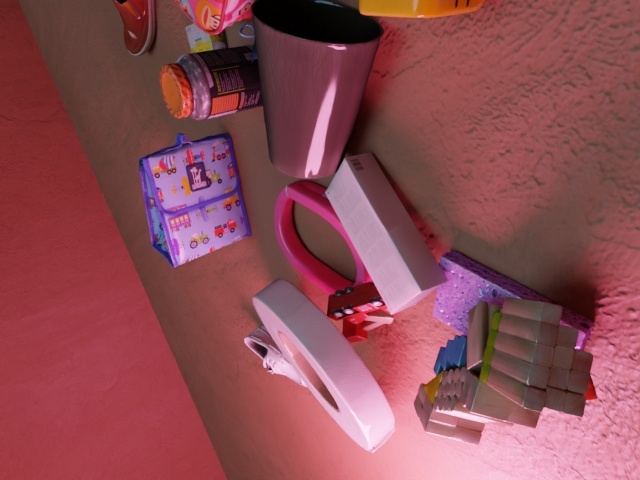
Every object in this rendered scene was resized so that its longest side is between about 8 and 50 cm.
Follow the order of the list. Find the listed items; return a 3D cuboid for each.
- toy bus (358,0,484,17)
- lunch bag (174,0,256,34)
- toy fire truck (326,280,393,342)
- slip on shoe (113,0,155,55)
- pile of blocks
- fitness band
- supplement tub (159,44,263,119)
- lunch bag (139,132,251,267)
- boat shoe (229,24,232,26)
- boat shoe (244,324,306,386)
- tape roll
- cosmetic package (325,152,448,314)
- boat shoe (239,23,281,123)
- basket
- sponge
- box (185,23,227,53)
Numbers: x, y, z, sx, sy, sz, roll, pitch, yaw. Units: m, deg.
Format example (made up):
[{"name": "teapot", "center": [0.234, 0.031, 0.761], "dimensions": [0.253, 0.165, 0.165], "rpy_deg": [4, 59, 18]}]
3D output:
[{"name": "toy bus", "center": [0.109, -0.394, 0.411], "dimensions": [0.108, 0.130, 0.333], "rpy_deg": [30, 134, 41]}, {"name": "lunch bag", "center": [-0.156, -0.458, 0.584], "dimensions": [0.258, 0.120, 0.293], "rpy_deg": [48, 146, -3]}, {"name": "toy fire truck", "center": [0.086, 0.131, 0.823], "dimensions": [0.192, 0.135, 0.047], "rpy_deg": [-24, 47, 39]}, {"name": "slip on shoe", "center": [-0.478, -0.606, 1.129], "dimensions": [0.123, 0.101, 0.331], "rpy_deg": [56, 148, 10]}, {"name": "pile of blocks", "center": [0.238, 0.177, 0.593], "dimensions": [0.112, 0.149, 0.362], "rpy_deg": [15, 150, -3]}, {"name": "fitness band", "center": [0.000, 0.000, 0.893], "dimensions": [0.291, 0.054, 0.209], "rpy_deg": [34, 137, 40]}, {"name": "supplement tub", "center": [-0.191, -0.294, 0.844], "dimensions": [0.117, 0.190, 0.117], "rpy_deg": [32, 134, 40]}, {"name": "lunch bag", "center": [-0.309, -0.120, 1.095], "dimensions": [0.138, 0.221, 0.293], "rpy_deg": [31, 134, 40]}, {"name": "boat shoe", "center": [-0.231, -0.515, 0.872], "dimensions": [0.099, 0.116, 0.319], "rpy_deg": [-51, 54, 11]}, {"name": "boat shoe", "center": [-0.118, 0.330, 1.244], "dimensions": [0.258, 0.084, 0.095], "rpy_deg": [27, 131, 44]}, {"name": "tape roll", "center": [-0.002, 0.254, 0.943], "dimensions": [0.392, 0.072, 0.392], "rpy_deg": [46, 160, 22]}, {"name": "cosmetic package", "center": [0.097, -0.013, 0.715], "dimensions": [0.239, 0.060, 0.099], "rpy_deg": [63, 149, 18]}, {"name": "boat shoe", "center": [-0.071, -0.312, 0.755], "dimensions": [0.109, 0.089, 0.258], "rpy_deg": [15, 123, 50]}, {"name": "basket", "center": [-0.014, -0.221, 0.688], "dimensions": [0.204, 0.154, 0.227], "rpy_deg": [37, 142, 29]}, {"name": "sponge", "center": [0.252, 0.108, 0.628], "dimensions": [0.210, 0.031, 0.117], "rpy_deg": [32, 135, 40]}, {"name": "box", "center": [-0.235, -0.381, 0.988], "dimensions": [0.105, 0.043, 0.179], "rpy_deg": [17, 122, 49]}]
